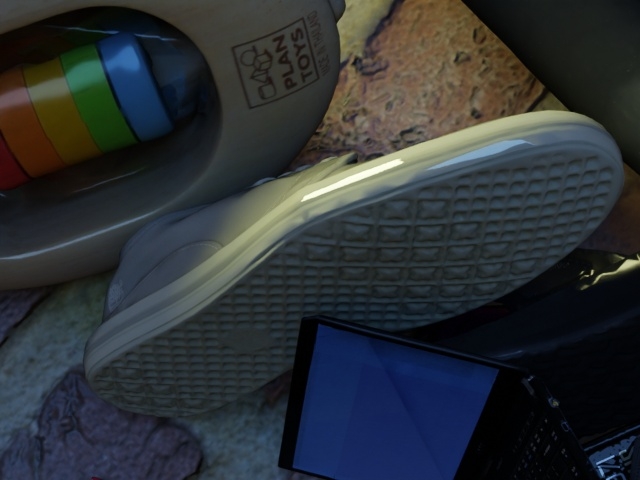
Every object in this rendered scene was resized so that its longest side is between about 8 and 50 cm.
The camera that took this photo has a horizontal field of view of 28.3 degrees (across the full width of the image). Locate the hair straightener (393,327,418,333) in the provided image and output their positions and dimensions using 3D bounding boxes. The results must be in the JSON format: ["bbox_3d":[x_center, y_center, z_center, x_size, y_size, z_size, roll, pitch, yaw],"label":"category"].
[{"bbox_3d":[0.113,0.002,1.017,0.230,0.089,0.047,-34,122,-5],"label":"hair straightener"}]

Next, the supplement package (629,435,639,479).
[{"bbox_3d":[0.286,0.228,0.823,0.149,0.203,0.194,8,79,3],"label":"supplement package"}]

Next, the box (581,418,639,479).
[{"bbox_3d":[0.265,0.227,0.968,0.147,0.077,0.180,-23,78,-2],"label":"box"}]

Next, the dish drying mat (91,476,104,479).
[{"bbox_3d":[-0.150,0.219,1.023,0.083,0.008,0.032,17,79,7],"label":"dish drying mat"}]

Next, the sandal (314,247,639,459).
[{"bbox_3d":[0.194,0.060,0.929,0.445,0.167,0.107,-23,47,24],"label":"sandal"}]

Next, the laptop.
[{"bbox_3d":[0.088,0.197,0.884,0.136,0.234,0.264,-16,58,-17],"label":"laptop"}]

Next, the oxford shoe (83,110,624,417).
[{"bbox_3d":[0.000,0.000,0.902,0.449,0.169,0.130,-25,46,33],"label":"oxford shoe"}]

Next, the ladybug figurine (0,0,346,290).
[{"bbox_3d":[-0.199,-0.124,0.982,0.449,0.305,0.162,-17,38,-2],"label":"ladybug figurine"}]

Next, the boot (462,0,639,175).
[{"bbox_3d":[0.112,-0.194,0.900,0.367,0.146,0.445,-10,55,-44],"label":"boot"}]
